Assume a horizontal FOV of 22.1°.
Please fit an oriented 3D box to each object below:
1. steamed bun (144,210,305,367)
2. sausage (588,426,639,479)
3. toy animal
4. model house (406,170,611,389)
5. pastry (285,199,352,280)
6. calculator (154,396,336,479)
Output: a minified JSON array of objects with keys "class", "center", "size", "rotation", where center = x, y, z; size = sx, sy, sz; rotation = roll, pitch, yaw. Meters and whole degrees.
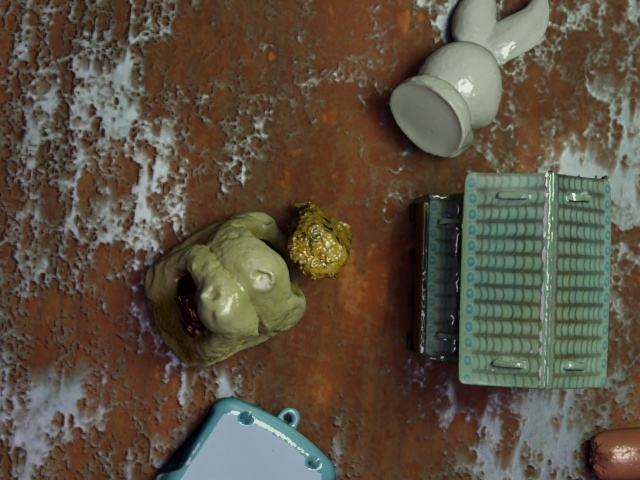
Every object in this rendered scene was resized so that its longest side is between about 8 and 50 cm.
[{"class":"steamed bun","center":[-0.092,0.053,1.731],"size":[0.172,0.155,0.141],"rotation":[-29,95,-12]},{"class":"sausage","center":[0.383,0.245,1.887],"size":[0.154,0.062,0.062],"rotation":[-3,90,-13]},{"class":"toy animal","center":[0.168,-0.190,1.836],"size":[0.103,0.131,0.221],"rotation":[26,54,20]},{"class":"model house","center":[0.209,0.040,1.771],"size":[0.198,0.215,0.224],"rotation":[3,89,-15]},{"class":"pastry","center":[0.000,0.000,1.761],"size":[0.080,0.140,0.056],"rotation":[38,107,-12]},{"class":"calculator","center":[-0.109,0.305,1.779],"size":[0.173,0.051,0.293],"rotation":[35,82,-10]}]
